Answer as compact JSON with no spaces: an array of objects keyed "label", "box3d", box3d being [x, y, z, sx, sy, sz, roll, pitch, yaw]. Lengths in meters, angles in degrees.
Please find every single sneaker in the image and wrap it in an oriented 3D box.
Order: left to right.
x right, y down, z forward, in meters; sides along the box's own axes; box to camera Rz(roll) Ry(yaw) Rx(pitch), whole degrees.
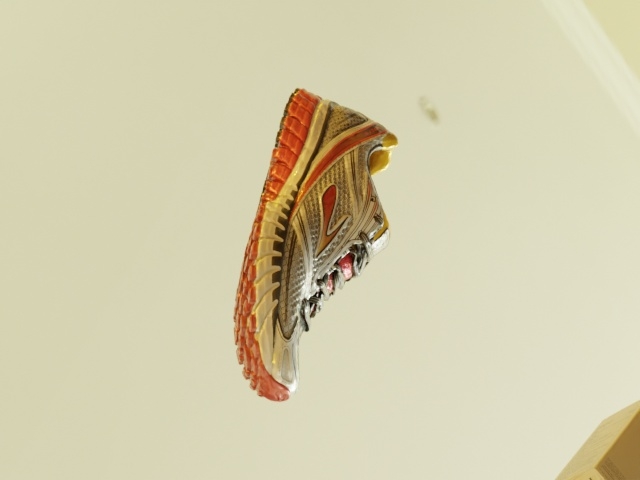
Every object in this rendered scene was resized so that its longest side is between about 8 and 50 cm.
[{"label":"sneaker","box3d":[0.000,0.000,0.772,0.093,0.088,0.225,15,-118,-2]}]

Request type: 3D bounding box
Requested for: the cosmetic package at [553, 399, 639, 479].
[{"label":"cosmetic package","box3d":[0.223,0.168,0.893,0.041,0.060,0.115,52,-136,5]}]
